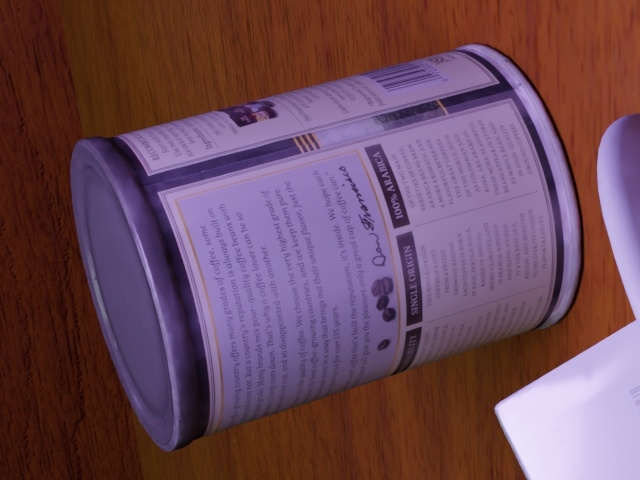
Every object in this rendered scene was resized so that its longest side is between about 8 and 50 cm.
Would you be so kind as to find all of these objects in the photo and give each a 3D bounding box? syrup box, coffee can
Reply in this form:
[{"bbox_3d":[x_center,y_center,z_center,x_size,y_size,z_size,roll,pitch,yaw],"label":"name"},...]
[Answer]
[{"bbox_3d":[0.178,0.093,0.647,0.096,0.237,0.093,-35,65,25],"label":"syrup box"},{"bbox_3d":[0.000,0.000,1.005,0.201,0.275,0.202,164,90,-72],"label":"coffee can"}]

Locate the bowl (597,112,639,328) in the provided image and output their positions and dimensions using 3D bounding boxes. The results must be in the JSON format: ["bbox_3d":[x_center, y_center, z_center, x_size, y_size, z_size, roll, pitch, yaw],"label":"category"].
[{"bbox_3d":[0.230,0.050,0.513,0.134,0.298,0.298,-35,64,24],"label":"bowl"}]
